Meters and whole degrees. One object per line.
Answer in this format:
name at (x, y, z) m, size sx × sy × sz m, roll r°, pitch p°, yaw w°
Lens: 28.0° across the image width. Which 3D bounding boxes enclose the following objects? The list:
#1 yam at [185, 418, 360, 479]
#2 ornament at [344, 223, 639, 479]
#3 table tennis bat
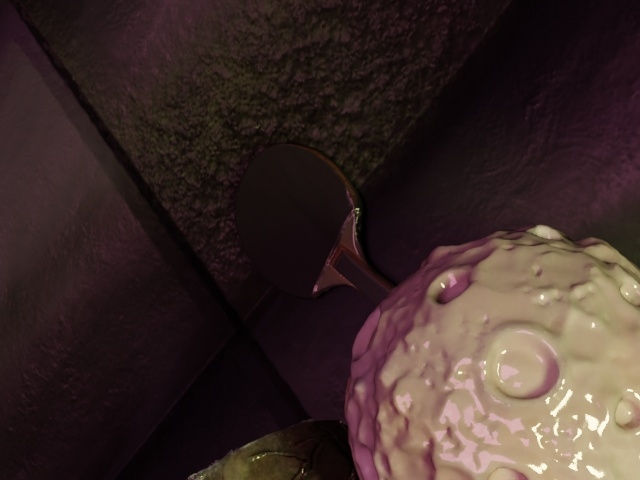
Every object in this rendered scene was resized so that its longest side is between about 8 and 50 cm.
yam at (0.029, 0.317, 0.996) m, size 0.241 × 0.241 × 0.348 m, roll -52°, pitch 58°, yaw 27°
ornament at (0.149, 0.114, 0.880) m, size 0.225 × 0.259 × 0.259 m, roll -27°, pitch 75°, yaw 41°
table tennis bat at (0.000, 0.000, 1.141) m, size 0.220 × 0.019 × 0.130 m, roll 41°, pitch 116°, yaw 32°
